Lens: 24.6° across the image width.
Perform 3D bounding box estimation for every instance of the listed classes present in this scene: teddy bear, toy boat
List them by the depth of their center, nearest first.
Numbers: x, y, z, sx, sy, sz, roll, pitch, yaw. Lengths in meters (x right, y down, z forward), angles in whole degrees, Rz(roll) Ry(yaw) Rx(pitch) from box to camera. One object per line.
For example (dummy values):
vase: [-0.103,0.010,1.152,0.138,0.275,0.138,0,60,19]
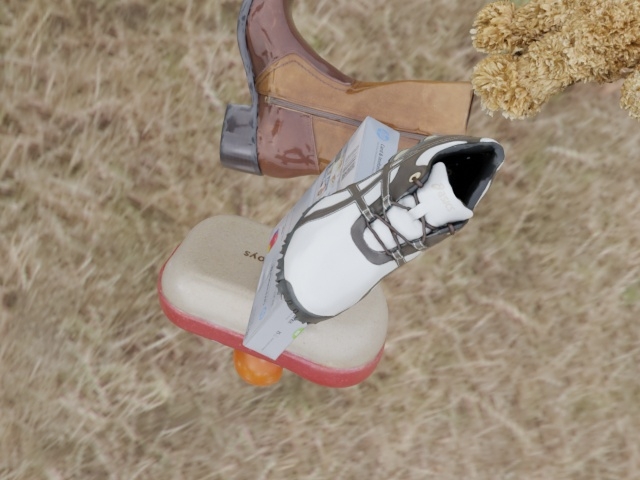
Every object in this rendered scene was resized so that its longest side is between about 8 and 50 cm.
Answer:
toy boat: [-0.049,0.084,1.467,0.231,0.151,0.151,20,39,10]
teddy bear: [0.321,-0.236,1.610,0.338,0.113,0.245,3,49,29]

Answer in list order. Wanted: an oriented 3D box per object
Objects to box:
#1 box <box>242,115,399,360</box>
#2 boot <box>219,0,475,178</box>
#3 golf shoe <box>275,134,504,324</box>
box: [0.000,0.000,1.295,0.038,0.186,0.145,28,44,-16]
boot: [0.039,-0.189,1.695,0.280,0.096,0.264,7,75,12]
golf shoe: [0.051,-0.018,1.042,0.198,0.094,0.077,-43,103,-25]
